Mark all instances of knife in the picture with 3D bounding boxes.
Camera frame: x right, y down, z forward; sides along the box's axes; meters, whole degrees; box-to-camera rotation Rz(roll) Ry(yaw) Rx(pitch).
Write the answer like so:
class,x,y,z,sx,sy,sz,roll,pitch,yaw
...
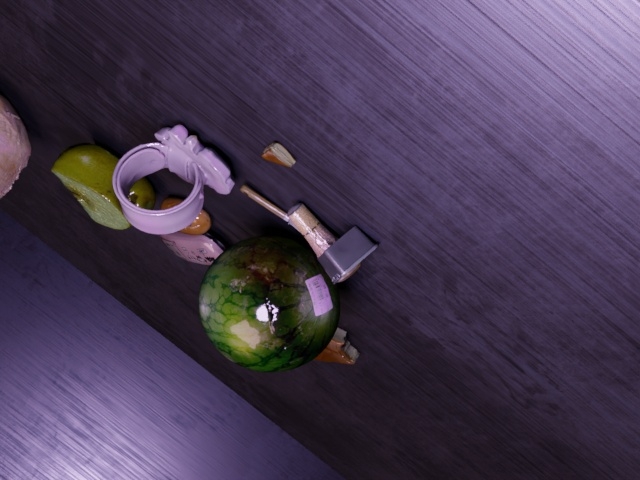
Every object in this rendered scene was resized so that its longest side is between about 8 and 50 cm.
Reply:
class,x,y,z,sx,sy,sz,roll,pitch,yaw
knife,-0.067,-0.041,1.670,0.298,0.017,0.047,34,158,-1

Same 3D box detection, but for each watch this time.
class,x,y,z,sx,sy,sz,roll,pitch,yaw
watch,-0.349,-0.131,1.634,0.244,0.231,0.196,35,153,14

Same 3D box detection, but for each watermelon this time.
class,x,y,z,sx,sy,sz,roll,pitch,yaw
watermelon,-0.125,0.156,1.719,0.363,0.363,0.363,30,155,16

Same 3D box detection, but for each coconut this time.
class,x,y,z,sx,sy,sz,roll,pitch,yaw
coconut,-1.124,-0.330,2.159,0.405,0.404,0.404,30,155,16

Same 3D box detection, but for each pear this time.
class,x,y,z,sx,sy,sz,roll,pitch,yaw
pear,-0.590,-0.153,2.014,0.292,0.159,0.292,29,158,13

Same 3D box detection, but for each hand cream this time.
class,x,y,z,sx,sy,sz,roll,pitch,yaw
hand cream,0.000,0.000,1.583,0.203,0.084,0.084,47,154,-10

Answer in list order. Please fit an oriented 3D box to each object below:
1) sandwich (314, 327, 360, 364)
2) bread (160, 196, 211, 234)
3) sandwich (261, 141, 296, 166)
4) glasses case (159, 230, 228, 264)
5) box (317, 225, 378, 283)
class,x,y,z,sx,sy,sz,roll,pitch,yaw
sandwich,0.021,0.325,2.142,0.212,0.063,0.245,23,154,25
bread,-0.388,-0.066,1.993,0.189,0.077,0.114,15,152,36
sandwich,-0.091,-0.179,1.439,0.083,0.031,0.044,21,155,28
glasses case,-0.382,0.014,2.120,0.314,0.075,0.122,7,141,49
box,0.055,0.028,1.511,0.069,0.122,0.084,49,155,4
